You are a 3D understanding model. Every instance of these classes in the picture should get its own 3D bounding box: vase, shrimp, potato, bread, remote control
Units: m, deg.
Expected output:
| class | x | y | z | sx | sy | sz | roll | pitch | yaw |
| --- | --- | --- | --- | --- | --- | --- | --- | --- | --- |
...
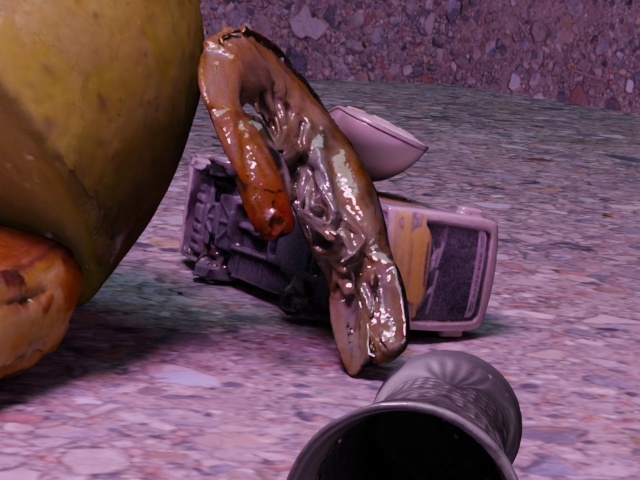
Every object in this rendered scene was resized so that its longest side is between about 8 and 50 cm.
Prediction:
| class | x | y | z | sx | sy | sz | roll | pitch | yaw |
| --- | --- | --- | --- | --- | --- | --- | --- | --- | --- |
| vase | 0.047 | 0.099 | 0.865 | 0.096 | 0.096 | 0.219 | 5 | 6 | 8 |
| shrimp | -0.014 | -0.037 | 1.262 | 0.058 | 0.253 | 0.173 | -31 | -36 | 19 |
| potato | -0.155 | -0.107 | 1.275 | 0.212 | 0.330 | 0.280 | 26 | 54 | 14 |
| bread | -0.277 | 0.035 | 1.116 | 0.235 | 0.099 | 0.210 | 14 | 14 | 22 |
| remote control | 0.029 | -0.064 | 1.472 | 0.073 | 0.044 | 0.229 | 22 | -7 | -7 |

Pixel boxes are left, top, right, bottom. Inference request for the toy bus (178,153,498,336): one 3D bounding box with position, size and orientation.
| class | x | y | z | sx | sy | sz | roll | pitch | yaw |
| --- | --- | --- | --- | --- | --- | --- | --- | --- | --- |
| toy bus | 0.000 | 0.000 | 1.491 | 0.138 | 0.097 | 0.342 | 7 | 5 | -30 |
